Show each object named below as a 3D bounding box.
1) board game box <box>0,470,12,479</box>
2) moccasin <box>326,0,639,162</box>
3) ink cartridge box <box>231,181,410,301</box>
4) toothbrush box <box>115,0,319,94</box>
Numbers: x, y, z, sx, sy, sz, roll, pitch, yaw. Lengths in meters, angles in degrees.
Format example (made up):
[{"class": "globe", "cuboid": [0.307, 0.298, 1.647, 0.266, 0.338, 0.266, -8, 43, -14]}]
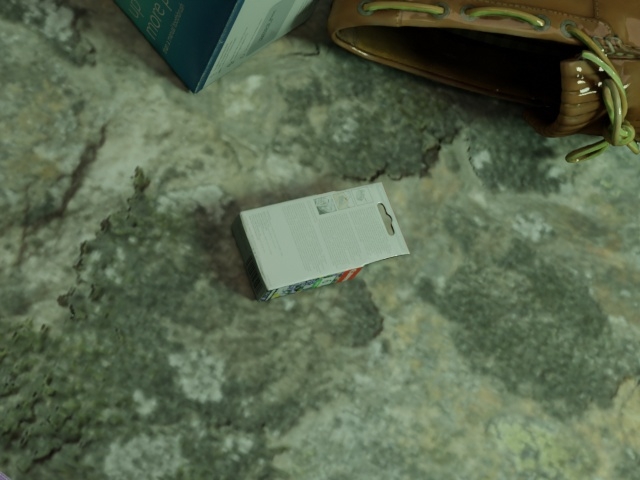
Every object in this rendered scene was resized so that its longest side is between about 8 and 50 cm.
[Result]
[{"class": "board game box", "cuboid": [-0.171, 0.292, 1.031, 0.347, 0.056, 0.208, 38, 66, 0]}, {"class": "moccasin", "cuboid": [0.191, -0.129, 1.267, 0.380, 0.139, 0.147, 22, 64, -7]}, {"class": "ink cartridge box", "cuboid": [0.000, 0.000, 1.215, 0.115, 0.029, 0.062, -13, 72, -23]}, {"class": "toothbrush box", "cuboid": [-0.114, -0.288, 1.195, 0.126, 0.216, 0.295, -36, 83, -27]}]
